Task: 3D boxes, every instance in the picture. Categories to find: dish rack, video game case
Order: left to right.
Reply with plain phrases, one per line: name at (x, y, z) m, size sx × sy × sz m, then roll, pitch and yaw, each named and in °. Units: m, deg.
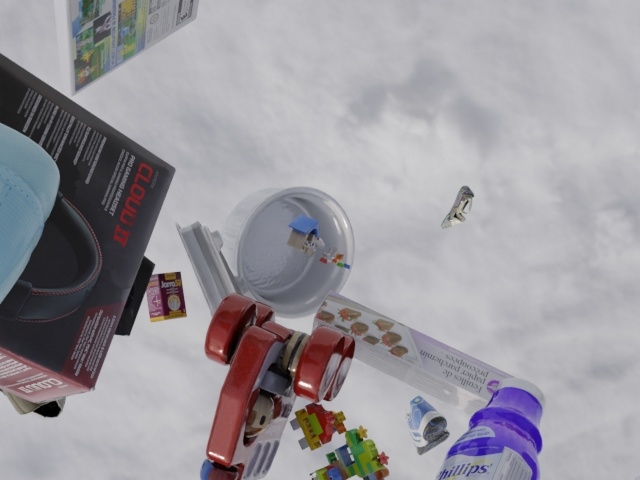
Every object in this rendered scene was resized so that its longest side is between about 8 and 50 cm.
video game case at (-0.313, -0.411, 1.495) m, size 0.300 × 0.329 × 0.036 m, roll -40°, pitch 81°, yaw -25°
dish rack at (-0.151, 0.132, 1.614) m, size 0.072 × 0.333 × 0.286 m, roll -26°, pitch 143°, yaw -4°

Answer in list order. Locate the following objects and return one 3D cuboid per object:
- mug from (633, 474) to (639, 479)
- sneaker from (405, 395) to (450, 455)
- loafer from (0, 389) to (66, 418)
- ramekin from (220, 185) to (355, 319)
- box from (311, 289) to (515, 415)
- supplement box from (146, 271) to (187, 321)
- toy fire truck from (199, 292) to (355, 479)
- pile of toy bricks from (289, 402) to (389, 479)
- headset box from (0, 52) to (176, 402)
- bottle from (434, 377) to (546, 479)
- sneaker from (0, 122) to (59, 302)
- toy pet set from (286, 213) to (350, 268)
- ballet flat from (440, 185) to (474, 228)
mug at (0.444, 0.408, 0.940) m, size 0.328 × 0.374 × 0.276 m, roll -45°, pitch 119°, yaw 0°
sneaker at (0.232, 0.406, 1.962) m, size 0.080 × 0.081 × 0.211 m, roll -28°, pitch 150°, yaw -16°
loafer at (-0.515, 0.259, 1.592) m, size 0.094 × 0.088 × 0.251 m, roll -21°, pitch 156°, yaw 4°
ramekin at (-0.078, 0.018, 1.873) m, size 0.277 × 0.135 × 0.277 m, roll -6°, pitch 102°, yaw -30°
box at (0.141, 0.183, 1.406) m, size 0.063 × 0.323 × 0.067 m, roll -58°, pitch 166°, yaw -34°
supplement box at (-0.273, 0.099, 1.577) m, size 0.055 × 0.043 × 0.083 m, roll -6°, pitch 85°, yaw -48°
toy fire truck at (-0.079, 0.222, 1.234) m, size 0.169 × 0.302 × 0.254 m, roll 19°, pitch 84°, yaw 12°
pile of toy bricks at (0.056, 0.327, 1.313) m, size 0.118 × 0.212 × 0.105 m, roll -11°, pitch 160°, yaw -45°
headset box at (-0.264, -0.017, 0.714) m, size 0.293 × 0.110 × 0.218 m, roll 35°, pitch 56°, yaw -31°
bottle at (0.196, 0.278, 1.045) m, size 0.092 × 0.118 × 0.283 m, roll 51°, pitch 45°, yaw -13°
sneaker at (-0.267, -0.047, 0.436) m, size 0.150 × 0.365 × 0.135 m, roll -50°, pitch 152°, yaw -27°
toy pet set at (0.000, 0.000, 1.724) m, size 0.122 × 0.114 × 0.065 m, roll 17°, pitch 97°, yaw -65°
ballet flat at (0.279, -0.057, 1.798) m, size 0.041 × 0.041 × 0.114 m, roll 5°, pitch 131°, yaw -22°
